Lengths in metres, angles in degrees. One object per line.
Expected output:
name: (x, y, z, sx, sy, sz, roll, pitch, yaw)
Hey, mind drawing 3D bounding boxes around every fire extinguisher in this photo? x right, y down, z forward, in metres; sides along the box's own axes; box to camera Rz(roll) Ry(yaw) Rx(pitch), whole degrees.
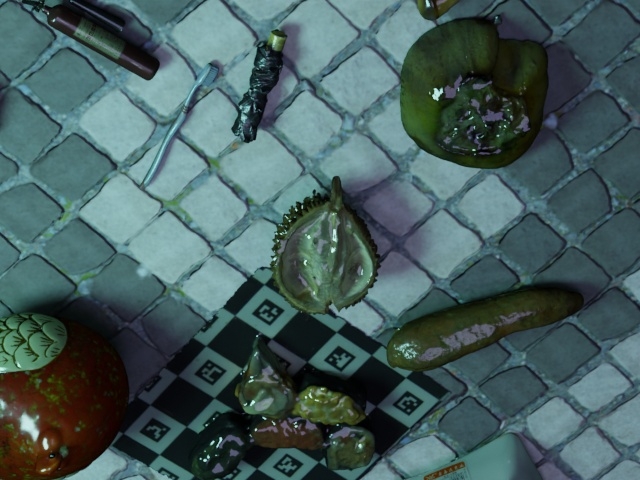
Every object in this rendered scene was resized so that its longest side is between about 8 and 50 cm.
fire extinguisher: (-0.262, -0.246, 1.833, 0.173, 0.035, 0.049, 28, 119, -23)

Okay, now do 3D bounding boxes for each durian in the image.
durian: (0.000, 0.000, 1.975, 0.148, 0.091, 0.189, 0, 119, -20)

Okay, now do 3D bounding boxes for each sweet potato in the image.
sweet potato: (0.215, 0.109, 2.074, 0.273, 0.075, 0.075, -19, 121, 2)

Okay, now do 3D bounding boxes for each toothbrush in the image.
toothbrush: (-0.176, -0.136, 1.918, 0.019, 0.013, 0.193, 21, 117, -26)

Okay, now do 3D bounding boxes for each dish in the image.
dish: (0.215, 0.381, 2.233, 0.212, 0.077, 0.151, -25, 121, 11)

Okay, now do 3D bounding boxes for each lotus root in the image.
lotus root: (0.190, -0.164, 1.897, 0.183, 0.078, 0.204, -5, 120, -3)

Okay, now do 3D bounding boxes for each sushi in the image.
sushi: (-0.060, 0.256, 2.141, 0.343, 0.064, 0.359, 35, 114, -23)

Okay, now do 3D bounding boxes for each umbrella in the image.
umbrella: (-0.072, -0.184, 1.883, 0.037, 0.040, 0.144, 18, 118, -5)

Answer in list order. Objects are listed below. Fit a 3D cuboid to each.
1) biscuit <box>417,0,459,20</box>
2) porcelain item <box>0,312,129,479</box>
biscuit: (0.198, -0.350, 1.799, 0.207, 0.047, 0.164, -15, 123, 4)
porcelain item: (-0.364, 0.221, 1.997, 0.252, 0.253, 0.253, -2, 122, -4)
